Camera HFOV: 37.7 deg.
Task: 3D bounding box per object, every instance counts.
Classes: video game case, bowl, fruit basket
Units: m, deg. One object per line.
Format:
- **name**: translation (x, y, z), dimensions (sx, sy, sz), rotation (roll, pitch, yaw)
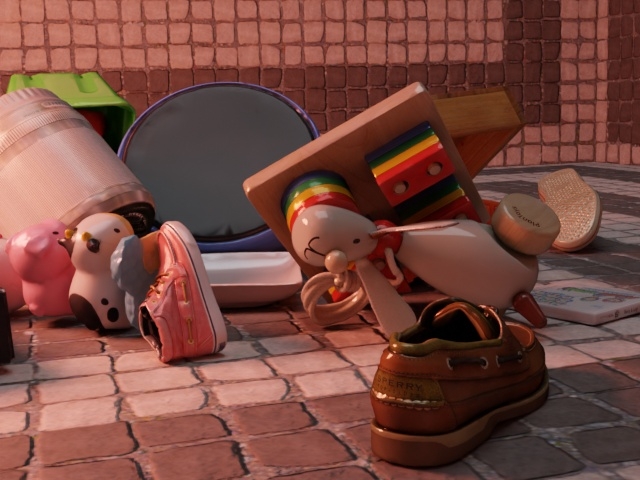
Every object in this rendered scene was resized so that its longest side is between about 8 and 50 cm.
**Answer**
- **video game case**: translation (0.347, 0.082, 1.260), dimensions (0.143, 0.019, 0.157), rotation (-8, 11, -37)
- **bowl**: translation (-0.176, -0.124, 1.665), dimensions (0.392, 0.391, 0.077), rotation (-2, -33, 1)
- **fruit basket**: translation (-0.489, -0.092, 1.750), dimensions (0.283, 0.391, 0.392), rotation (-6, 9, -21)

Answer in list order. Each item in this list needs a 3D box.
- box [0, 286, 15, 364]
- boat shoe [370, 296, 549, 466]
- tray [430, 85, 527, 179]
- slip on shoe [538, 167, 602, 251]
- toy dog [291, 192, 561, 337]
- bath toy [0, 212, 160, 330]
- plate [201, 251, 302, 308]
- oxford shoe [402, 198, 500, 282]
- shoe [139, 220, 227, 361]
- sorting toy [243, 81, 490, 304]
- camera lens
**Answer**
- **box**: translation (-0.576, 0.096, 1.097), dimensions (0.318, 0.097, 0.395), rotation (-11, 12, -33)
- **boat shoe**: translation (0.141, 0.105, 0.855), dimensions (0.111, 0.104, 0.307), rotation (2, 9, 25)
- **tray**: translation (0.122, -0.086, 1.463), dimensions (0.203, 0.076, 0.411), rotation (-12, -22, -29)
- **slip on shoe**: translation (0.490, -0.047, 1.829), dimensions (0.123, 0.101, 0.331), rotation (-22, 16, 15)
- **toy dog**: translation (0.142, 0.043, 1.115), dimensions (0.334, 0.220, 0.161), rotation (-11, 42, -11)
- **bath toy**: translation (-0.350, 0.037, 1.232), dimensions (0.348, 0.151, 0.129), rotation (1, -12, 32)
- **plate**: translation (-0.165, 0.061, 1.416), dimensions (0.278, 0.045, 0.277), rotation (-2, 9, -2)
- **oxford shoe**: translation (0.169, 0.003, 1.484), dimensions (0.364, 0.129, 0.133), rotation (-5, 3, -24)
- **shoe**: translation (-0.176, 0.057, 1.094), dimensions (0.081, 0.178, 0.063), rotation (-10, -27, -30)
- **sorting toy**: translation (0.076, -0.029, 1.202), dimensions (0.256, 0.257, 0.089), rotation (-29, 43, 7)
- **camera lens**: translation (-0.409, -0.073, 1.454), dimensions (0.274, 0.219, 0.219), rotation (48, 27, 14)
